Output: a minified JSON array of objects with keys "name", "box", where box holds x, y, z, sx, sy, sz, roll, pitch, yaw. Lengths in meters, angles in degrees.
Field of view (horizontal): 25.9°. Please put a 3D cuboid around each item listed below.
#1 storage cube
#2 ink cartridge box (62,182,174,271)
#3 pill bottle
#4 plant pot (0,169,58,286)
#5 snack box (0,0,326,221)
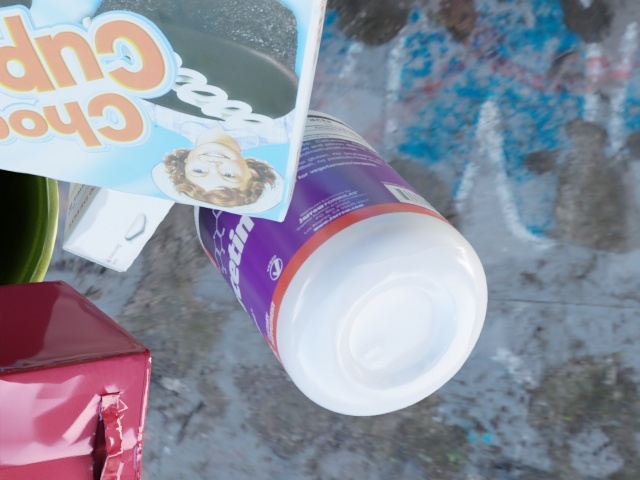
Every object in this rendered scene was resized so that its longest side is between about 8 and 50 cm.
[{"name":"storage cube","box":[-0.283,0.158,1.229,0.193,0.215,0.184,-6,112,-36]},{"name":"ink cartridge box","box":[-0.244,-0.091,1.741,0.093,0.212,0.154,22,127,-23]},{"name":"pill bottle","box":[0.000,0.000,1.226,0.181,0.323,0.182,-11,121,-19]},{"name":"plant pot","box":[-0.467,-0.047,1.484,0.366,0.353,0.367,-1,94,-12]},{"name":"snack box","box":[-0.158,-0.111,0.585,0.321,0.187,0.060,10,54,0]}]
